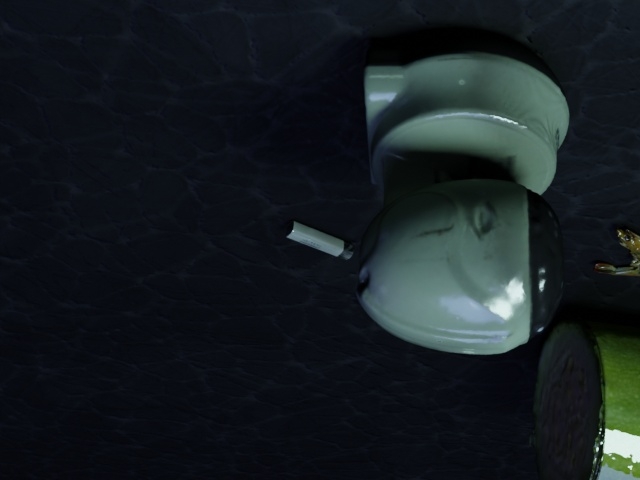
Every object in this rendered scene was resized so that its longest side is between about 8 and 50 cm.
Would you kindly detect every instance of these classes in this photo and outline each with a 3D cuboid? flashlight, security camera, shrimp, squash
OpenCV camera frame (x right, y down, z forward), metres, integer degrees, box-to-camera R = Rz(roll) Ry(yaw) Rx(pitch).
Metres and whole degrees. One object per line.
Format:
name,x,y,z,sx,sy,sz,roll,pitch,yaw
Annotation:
flashlight,0.000,0.000,1.358,0.083,0.018,0.018,21,145,-24
security camera,0.128,-0.028,1.053,0.191,0.277,0.197,2,147,6
shrimp,0.346,0.018,1.342,0.083,0.023,0.114,-17,146,34
squash,0.475,0.246,1.465,0.384,0.263,0.263,9,148,-7
